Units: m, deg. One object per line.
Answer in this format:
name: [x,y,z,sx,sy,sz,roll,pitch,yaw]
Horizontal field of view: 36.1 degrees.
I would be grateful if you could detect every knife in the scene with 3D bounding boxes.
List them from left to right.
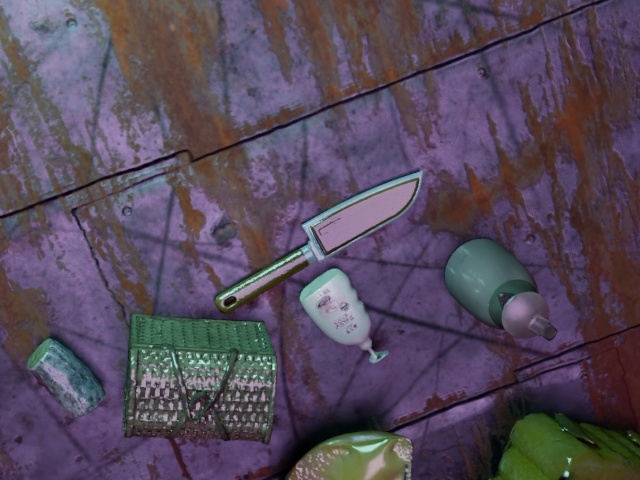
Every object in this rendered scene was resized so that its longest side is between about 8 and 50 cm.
knife: [-0.001,-0.001,1.368,0.343,0.027,0.061,-29,105,-2]

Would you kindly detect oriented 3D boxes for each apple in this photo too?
apple: [0.032,0.389,1.444,0.193,0.120,0.264,4,103,1]

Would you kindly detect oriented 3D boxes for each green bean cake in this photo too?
green bean cake: [0.372,0.413,1.485,0.285,0.202,0.309,19,103,-28]

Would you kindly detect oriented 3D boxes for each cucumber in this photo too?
cucumber: [-0.346,0.187,1.338,0.064,0.064,0.112,-35,106,1]

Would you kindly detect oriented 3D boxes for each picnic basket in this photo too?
picnic basket: [-0.163,0.191,1.326,0.197,0.154,0.134,6,104,-12]

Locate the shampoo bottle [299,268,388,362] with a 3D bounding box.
shampoo bottle: [0.039,0.117,1.401,0.077,0.045,0.152,-35,110,0]

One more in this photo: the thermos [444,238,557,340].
thermos: [0.262,0.082,1.355,0.137,0.193,0.105,39,94,-19]
